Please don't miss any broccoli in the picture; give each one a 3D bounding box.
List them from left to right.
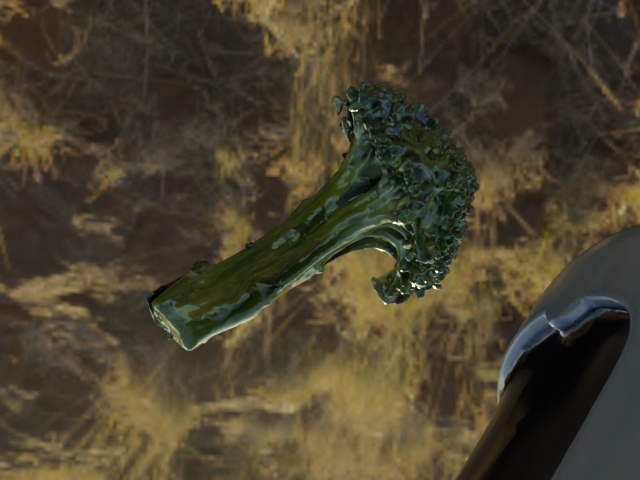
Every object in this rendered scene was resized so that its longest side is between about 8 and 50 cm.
[{"bbox_3d":[-0.001,-0.002,0.676,0.204,0.118,0.122,-33,166,-17],"label":"broccoli"}]

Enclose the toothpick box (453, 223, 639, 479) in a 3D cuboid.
[{"bbox_3d":[0.175,0.145,0.534,0.263,0.355,0.263,22,138,20],"label":"toothpick box"}]
